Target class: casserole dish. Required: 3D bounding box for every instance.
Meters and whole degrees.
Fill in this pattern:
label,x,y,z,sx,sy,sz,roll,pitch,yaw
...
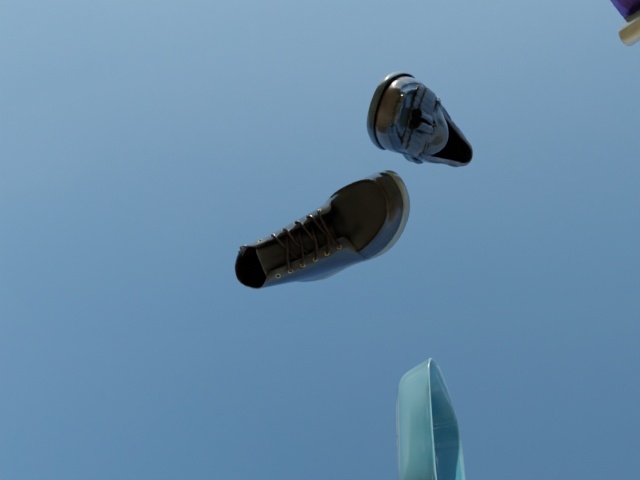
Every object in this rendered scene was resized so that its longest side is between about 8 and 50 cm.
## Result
label,x,y,z,sx,sy,sz,roll,pitch,yaw
casserole dish,0.092,0.185,0.658,0.037,0.188,0.114,-14,-55,15

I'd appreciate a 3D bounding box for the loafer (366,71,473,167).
label,x,y,z,sx,sy,sz,roll,pitch,yaw
loafer,0.132,-0.140,0.975,0.084,0.267,0.096,21,-85,19

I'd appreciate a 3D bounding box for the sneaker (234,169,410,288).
label,x,y,z,sx,sy,sz,roll,pitch,yaw
sneaker,0.000,0.000,0.890,0.222,0.118,0.083,-40,-110,46

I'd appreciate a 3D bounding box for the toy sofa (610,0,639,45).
label,x,y,z,sx,sy,sz,roll,pitch,yaw
toy sofa,0.315,-0.409,0.922,0.362,0.177,0.150,47,-40,-9
